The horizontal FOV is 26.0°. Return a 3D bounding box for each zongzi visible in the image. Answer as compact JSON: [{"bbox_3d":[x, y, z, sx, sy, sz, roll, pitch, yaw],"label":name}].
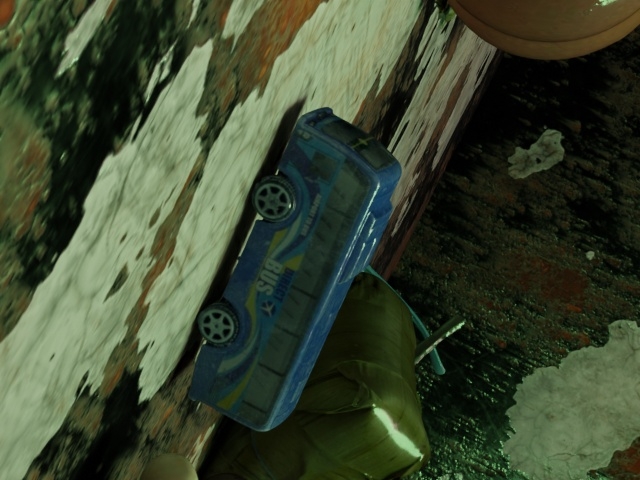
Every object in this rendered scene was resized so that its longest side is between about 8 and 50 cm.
[{"bbox_3d":[-0.042,0.216,1.565,0.360,0.160,0.323,-41,-164,20],"label":"zongzi"}]

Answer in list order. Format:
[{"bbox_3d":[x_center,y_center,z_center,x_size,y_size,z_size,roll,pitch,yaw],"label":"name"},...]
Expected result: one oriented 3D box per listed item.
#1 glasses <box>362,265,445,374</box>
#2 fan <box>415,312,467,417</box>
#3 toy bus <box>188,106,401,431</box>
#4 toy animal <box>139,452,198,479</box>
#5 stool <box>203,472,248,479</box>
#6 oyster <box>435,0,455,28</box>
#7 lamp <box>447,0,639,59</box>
[{"bbox_3d":[0.060,0.143,1.829,0.088,0.221,0.190,-19,-154,35],"label":"glasses"},{"bbox_3d":[0.044,0.188,1.638,0.335,0.229,0.011,-37,130,-18],"label":"fan"},{"bbox_3d":[-0.020,0.023,1.021,0.237,0.094,0.079,-65,174,20],"label":"toy bus"},{"bbox_3d":[-0.089,0.313,0.966,0.247,0.277,0.345,-77,-177,-47],"label":"toy animal"},{"bbox_3d":[-0.071,0.358,1.209,0.272,0.178,0.272,-50,-158,28],"label":"stool"},{"bbox_3d":[0.159,-0.285,1.400,0.177,0.064,0.125,-61,-179,-35],"label":"oyster"},{"bbox_3d":[0.211,-0.273,1.020,0.305,0.239,0.305,-61,168,-22],"label":"lamp"}]
